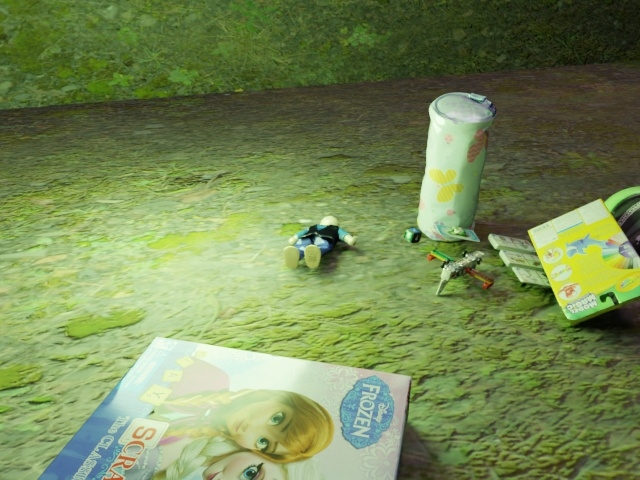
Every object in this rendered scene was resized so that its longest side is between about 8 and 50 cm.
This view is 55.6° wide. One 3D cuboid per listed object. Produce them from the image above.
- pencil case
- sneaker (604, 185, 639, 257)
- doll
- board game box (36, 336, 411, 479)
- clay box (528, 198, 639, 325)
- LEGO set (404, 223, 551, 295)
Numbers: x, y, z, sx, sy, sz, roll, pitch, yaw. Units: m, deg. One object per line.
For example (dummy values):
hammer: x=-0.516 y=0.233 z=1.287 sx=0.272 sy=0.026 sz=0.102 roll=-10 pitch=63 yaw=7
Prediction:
pencil case: x=0.244 y=-0.130 z=1.110 sx=0.114 sy=0.273 sz=0.124 roll=16 pitch=39 yaw=20
sneaker: x=0.693 y=0.024 z=0.950 sx=0.483 sy=0.185 sz=0.202 roll=0 pitch=32 yaw=20
doll: x=0.000 y=0.000 z=1.087 sx=0.129 sy=0.046 sz=0.189 roll=-2 pitch=18 yaw=16
board game box: x=-0.085 y=0.227 z=0.589 sx=0.318 sy=0.065 sz=0.318 roll=6 pitch=26 yaw=11
clay box: x=0.411 y=0.037 z=0.925 sx=0.127 sy=0.053 sz=0.222 roll=-27 pitch=32 yaw=20
LEGO set: x=0.267 y=0.036 z=1.042 sx=0.244 sy=0.060 sz=0.182 roll=10 pitch=25 yaw=-8
